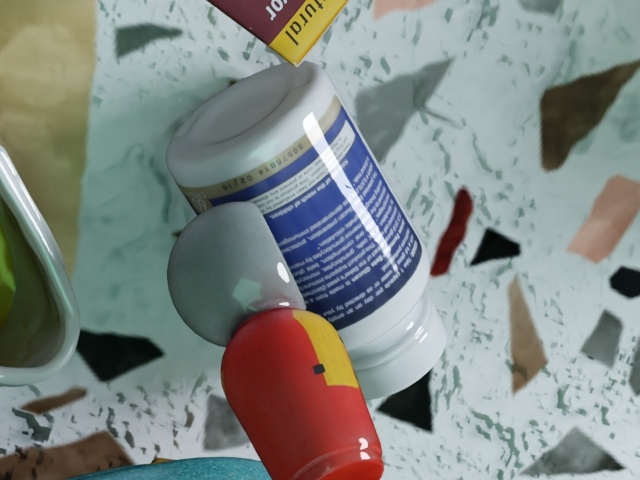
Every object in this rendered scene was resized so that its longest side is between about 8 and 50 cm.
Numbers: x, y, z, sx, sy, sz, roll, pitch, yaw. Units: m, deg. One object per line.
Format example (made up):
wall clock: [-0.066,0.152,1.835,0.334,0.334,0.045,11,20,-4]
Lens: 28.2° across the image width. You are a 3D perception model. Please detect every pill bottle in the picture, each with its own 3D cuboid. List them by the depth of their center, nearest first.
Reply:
pill bottle: [0.000,0.000,0.666,0.094,0.094,0.169,-32,116,0]

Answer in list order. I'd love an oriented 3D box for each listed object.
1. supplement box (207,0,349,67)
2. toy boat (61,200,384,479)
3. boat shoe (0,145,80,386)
supplement box: [-0.039,-0.214,0.515,0.191,0.129,0.194,-51,136,9]
toy boat: [-0.074,0.131,0.636,0.267,0.148,0.318,0,138,-37]
boat shoe: [-0.208,-0.075,0.523,0.136,0.156,0.367,-44,123,-33]
